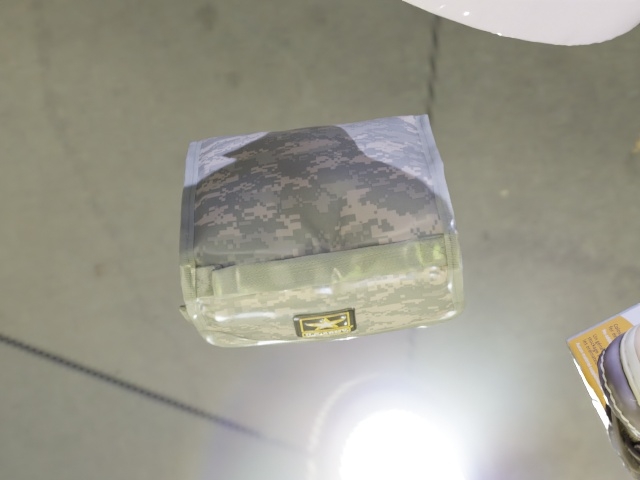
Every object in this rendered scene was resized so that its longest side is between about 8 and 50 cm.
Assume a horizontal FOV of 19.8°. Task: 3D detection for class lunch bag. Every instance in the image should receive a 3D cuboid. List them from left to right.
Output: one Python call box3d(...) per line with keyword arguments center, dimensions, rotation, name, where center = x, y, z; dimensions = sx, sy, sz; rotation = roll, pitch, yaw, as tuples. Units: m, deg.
box3d(center=(0.000, 0.000, 1.606), dimensions=(0.235, 0.287, 0.168), rotation=(-7, 105, 2), name="lunch bag")

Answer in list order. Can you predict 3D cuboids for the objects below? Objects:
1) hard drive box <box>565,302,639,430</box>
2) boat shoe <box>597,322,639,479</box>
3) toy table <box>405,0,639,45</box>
box3d(center=(0.331, 0.108, 1.390), dimensions=(0.232, 0.089, 0.181), rotation=(-27, 46, 3), name="hard drive box")
box3d(center=(0.230, 0.117, 1.181), dimensions=(0.092, 0.285, 0.102), rotation=(-25, 70, 22), name="boat shoe")
box3d(center=(0.093, -0.195, 0.723), dimensions=(0.252, 0.274, 0.161), rotation=(45, 121, 9), name="toy table")
